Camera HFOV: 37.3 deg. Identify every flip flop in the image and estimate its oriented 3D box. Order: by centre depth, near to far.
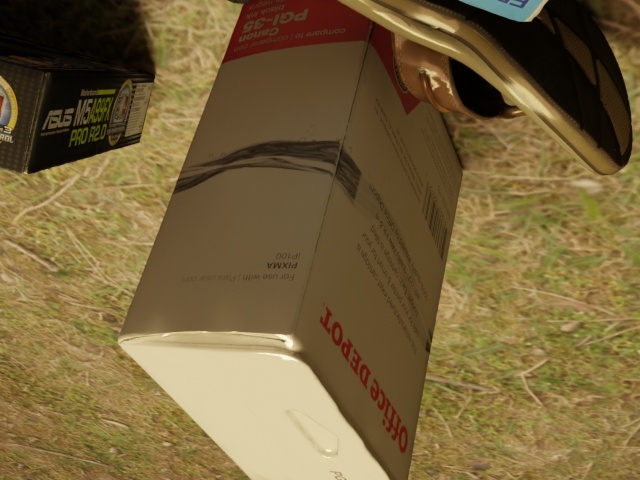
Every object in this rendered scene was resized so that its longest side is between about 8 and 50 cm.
[{"bbox_3d":[0.073,-0.127,0.577,0.277,0.112,0.080,27,140,-10],"label":"flip flop"}]

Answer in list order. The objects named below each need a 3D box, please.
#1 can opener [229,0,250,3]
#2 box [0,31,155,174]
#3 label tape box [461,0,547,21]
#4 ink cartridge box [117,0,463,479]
[{"bbox_3d":[-0.093,-0.180,0.554,0.073,0.059,0.186,-28,167,19],"label":"can opener"},{"bbox_3d":[-0.245,-0.110,0.625,0.216,0.060,0.270,16,-170,0],"label":"box"},{"bbox_3d":[0.061,-0.273,0.373,0.249,0.115,0.347,20,149,-7],"label":"label tape box"},{"bbox_3d":[0.000,0.000,0.635,0.117,0.283,0.207,-2,143,24],"label":"ink cartridge box"}]
